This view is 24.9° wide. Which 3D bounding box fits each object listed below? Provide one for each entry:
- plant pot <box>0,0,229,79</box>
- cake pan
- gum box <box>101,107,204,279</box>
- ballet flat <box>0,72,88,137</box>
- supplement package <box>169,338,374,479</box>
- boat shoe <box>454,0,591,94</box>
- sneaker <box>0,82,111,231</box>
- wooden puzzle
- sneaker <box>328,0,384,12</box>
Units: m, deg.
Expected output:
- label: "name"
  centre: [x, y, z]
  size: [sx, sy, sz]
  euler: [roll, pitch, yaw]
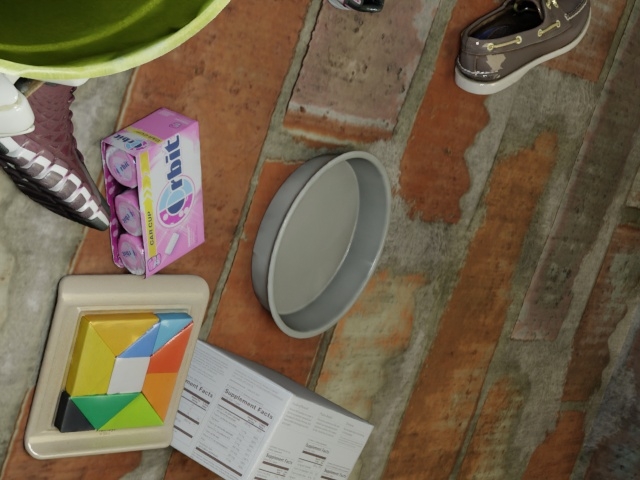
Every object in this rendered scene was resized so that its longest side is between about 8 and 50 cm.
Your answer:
- label: "plant pot"
  centre: [-0.271, -0.333, 1.163]
  size: [0.367, 0.353, 0.366]
  euler: [-9, 107, -31]
- label: "cake pan"
  centre: [0.000, 0.000, 2.133]
  size: [0.293, 0.054, 0.293]
  euler: [-35, 137, -41]
- label: "gum box"
  centre: [-0.203, -0.054, 1.780]
  size: [0.107, 0.062, 0.188]
  euler: [-35, 137, -40]
- label: "ballet flat"
  centre: [-0.285, -0.173, 1.398]
  size: [0.342, 0.124, 0.116]
  euler: [-41, 149, -21]
- label: "supplement package"
  centre: [-0.087, 0.257, 2.026]
  size: [0.145, 0.204, 0.262]
  euler: [-62, 149, -3]
- label: "boat shoe"
  centre: [0.337, -0.351, 2.356]
  size: [0.324, 0.117, 0.096]
  euler: [-35, 140, -32]
- label: "sneaker"
  centre: [-0.280, -0.132, 1.577]
  size: [0.162, 0.106, 0.281]
  euler: [-61, 148, -15]
- label: "wooden puzzle"
  centre: [-0.250, 0.160, 1.822]
  size: [0.221, 0.044, 0.238]
  euler: [1, 109, -40]
- label: "sneaker"
  centre: [0.031, -0.350, 1.924]
  size: [0.178, 0.077, 0.072]
  euler: [12, 98, -58]
